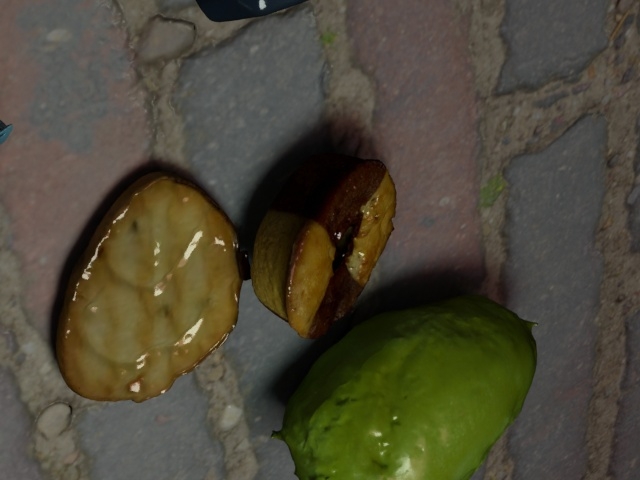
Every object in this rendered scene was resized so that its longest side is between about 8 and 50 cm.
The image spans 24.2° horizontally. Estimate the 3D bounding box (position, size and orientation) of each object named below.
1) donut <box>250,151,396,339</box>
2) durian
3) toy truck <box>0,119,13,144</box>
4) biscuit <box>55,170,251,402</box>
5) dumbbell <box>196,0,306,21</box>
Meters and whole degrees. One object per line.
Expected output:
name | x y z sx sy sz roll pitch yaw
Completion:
donut | 0.000 0.000 1.431 0.184 0.073 0.166 -64 151 -4
durian | 0.101 0.179 1.623 0.340 0.204 0.256 -49 156 -12
toy truck | -0.284 -0.082 1.152 0.090 0.056 0.073 -3 129 -57
biscuit | -0.156 0.046 1.385 0.203 0.041 0.260 -17 131 -28
dumbbell | 0.033 -0.283 1.201 0.325 0.160 0.144 -23 166 -28
